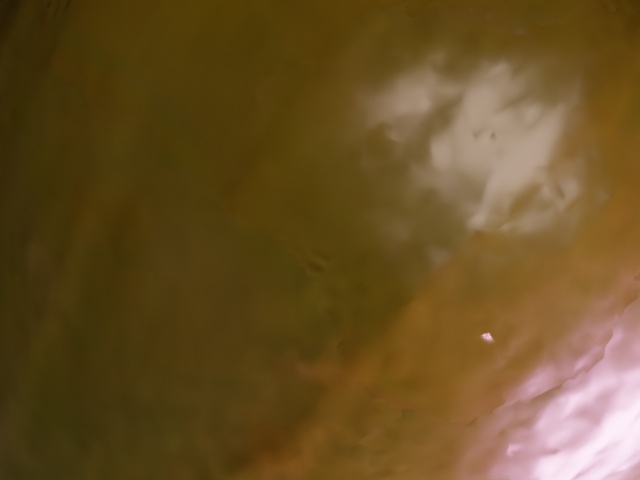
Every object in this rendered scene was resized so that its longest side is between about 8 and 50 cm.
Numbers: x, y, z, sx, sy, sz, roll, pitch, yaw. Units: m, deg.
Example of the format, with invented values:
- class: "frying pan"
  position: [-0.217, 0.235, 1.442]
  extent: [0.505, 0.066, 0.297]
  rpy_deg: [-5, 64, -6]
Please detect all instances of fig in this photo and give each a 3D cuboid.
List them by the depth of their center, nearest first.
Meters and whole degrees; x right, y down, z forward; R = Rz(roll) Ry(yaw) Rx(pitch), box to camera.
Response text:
- class: "fig"
  position: [0.007, -0.003, 0.486]
  extent: [0.207, 0.207, 0.230]
  rpy_deg: [11, 125, -21]
